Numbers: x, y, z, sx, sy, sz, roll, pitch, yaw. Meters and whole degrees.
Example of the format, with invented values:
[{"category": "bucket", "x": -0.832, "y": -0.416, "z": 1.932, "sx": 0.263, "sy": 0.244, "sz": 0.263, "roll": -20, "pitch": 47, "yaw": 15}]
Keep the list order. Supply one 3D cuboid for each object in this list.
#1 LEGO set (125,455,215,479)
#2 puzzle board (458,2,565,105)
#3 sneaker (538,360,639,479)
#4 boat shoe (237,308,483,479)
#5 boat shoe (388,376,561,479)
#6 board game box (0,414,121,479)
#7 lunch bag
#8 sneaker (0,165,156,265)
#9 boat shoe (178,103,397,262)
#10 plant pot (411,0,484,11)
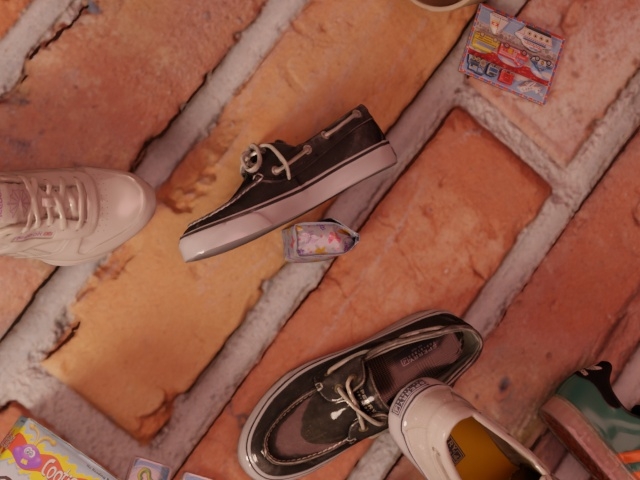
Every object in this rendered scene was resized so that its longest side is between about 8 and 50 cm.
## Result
[{"category": "LEGO set", "x": -0.170, "y": 0.396, "z": 1.911, "sx": 0.183, "sy": 0.060, "sz": 0.244, "roll": 21, "pitch": 76, "yaw": -15}, {"category": "puzzle board", "x": 0.250, "y": -0.242, "z": 2.099, "sx": 0.128, "sy": 0.011, "sz": 0.096, "roll": 20, "pitch": 82, "yaw": -16}, {"category": "sneaker", "x": 0.420, "y": 0.286, "z": 2.079, "sx": 0.121, "sy": 0.108, "sz": 0.302, "roll": -43, "pitch": 99, "yaw": -10}, {"category": "boat shoe", "x": 0.048, "y": 0.180, "z": 1.962, "sx": 0.335, "sy": 0.119, "sz": 0.121, "roll": -34, "pitch": 98, "yaw": -16}, {"category": "boat shoe", "x": 0.236, "y": 0.309, "z": 1.946, "sx": 0.136, "sy": 0.156, "sz": 0.367, "roll": -45, "pitch": 122, "yaw": -13}, {"category": "board game box", "x": -0.357, "y": 0.349, "z": 1.816, "sx": 0.142, "sy": 0.144, "sz": 0.275, "roll": 37, "pitch": 77, "yaw": -9}, {"category": "lunch bag", "x": 0.000, "y": 0.000, "z": 1.981, "sx": 0.083, "sy": 0.071, "sz": 0.053, "roll": 0, "pitch": 84, "yaw": -15}, {"category": "sneaker", "x": -0.330, "y": -0.025, "z": 1.838, "sx": 0.305, "sy": 0.152, "sz": 0.114, "roll": -7, "pitch": 88, "yaw": -19}, {"category": "boat shoe", "x": -0.051, "y": -0.075, "z": 1.948, "sx": 0.306, "sy": 0.113, "sz": 0.105, "roll": -28, "pitch": 90, "yaw": -19}, {"category": "plant pot", "x": 0.249, "y": -0.422, "z": 2.003, "sx": 0.274, "sy": 0.256, "sz": 0.256, "roll": -10, "pitch": 91, "yaw": -33}]
